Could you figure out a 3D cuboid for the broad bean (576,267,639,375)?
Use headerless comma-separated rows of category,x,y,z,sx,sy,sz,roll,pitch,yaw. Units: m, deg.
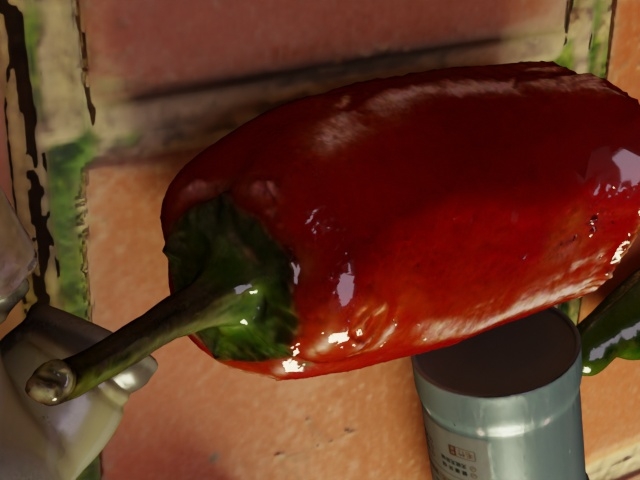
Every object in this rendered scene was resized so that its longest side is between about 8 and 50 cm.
broad bean,0.255,-0.036,0.732,0.144,0.049,0.292,14,101,-31

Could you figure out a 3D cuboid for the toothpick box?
toothpick box,0.113,0.123,0.672,0.101,0.101,0.153,-24,122,-23

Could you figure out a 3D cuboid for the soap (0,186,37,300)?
soap,-0.282,-0.060,0.289,0.293,0.156,0.335,-35,128,-21

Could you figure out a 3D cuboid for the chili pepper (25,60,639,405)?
chili pepper,-0.002,0.001,0.518,0.338,0.131,0.135,-18,146,-31

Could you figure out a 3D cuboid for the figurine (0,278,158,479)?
figurine,-0.215,0.177,0.429,0.381,0.203,0.248,-58,146,-15
